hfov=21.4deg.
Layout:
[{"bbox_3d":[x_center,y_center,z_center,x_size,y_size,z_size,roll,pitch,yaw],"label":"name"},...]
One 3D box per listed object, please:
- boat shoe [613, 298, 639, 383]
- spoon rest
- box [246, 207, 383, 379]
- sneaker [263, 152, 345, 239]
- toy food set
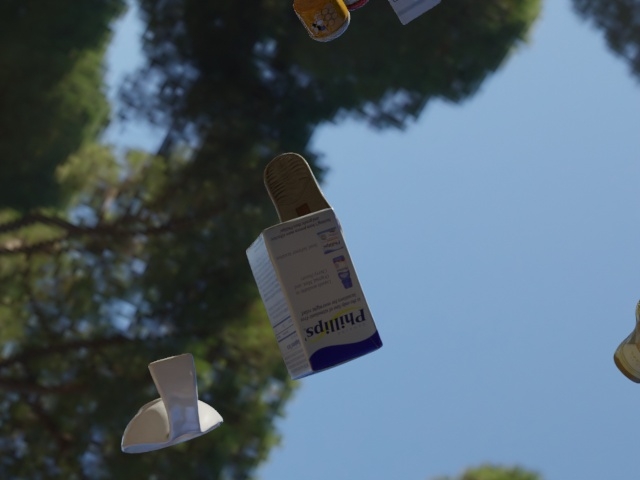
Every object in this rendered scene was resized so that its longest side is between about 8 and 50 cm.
[{"bbox_3d":[0.325,0.076,1.609,0.153,0.056,0.048,-42,173,-47],"label":"boat shoe"},{"bbox_3d":[-0.187,0.228,2.158,0.276,0.137,0.084,104,-30,-67],"label":"spoon rest"},{"bbox_3d":[-0.008,0.052,1.567,0.126,0.072,0.137,140,-69,-78],"label":"box"},{"bbox_3d":[0.000,0.000,2.166,0.083,0.118,0.222,-23,-125,9],"label":"sneaker"},{"bbox_3d":[0.092,-0.235,1.474,0.232,0.104,0.111,-32,-140,5],"label":"toy food set"}]
